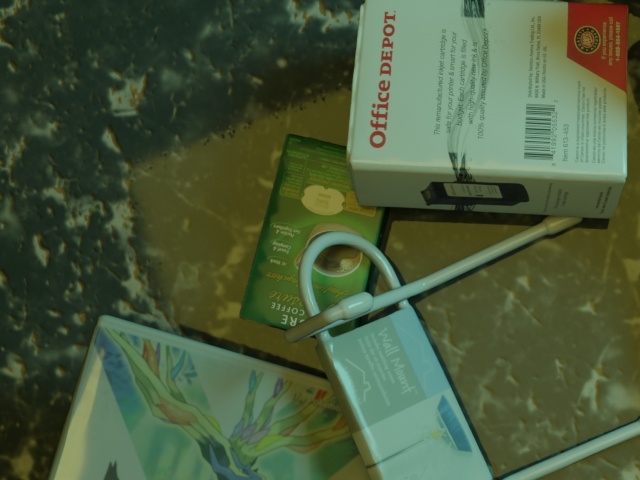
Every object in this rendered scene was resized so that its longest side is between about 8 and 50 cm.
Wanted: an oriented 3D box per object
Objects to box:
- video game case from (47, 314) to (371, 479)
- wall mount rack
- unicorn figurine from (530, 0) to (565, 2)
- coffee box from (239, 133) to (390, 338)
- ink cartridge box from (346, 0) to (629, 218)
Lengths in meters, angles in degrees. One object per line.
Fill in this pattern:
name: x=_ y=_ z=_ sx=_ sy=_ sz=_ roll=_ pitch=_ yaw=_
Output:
video game case: x=-0.080 y=0.252 z=1.156 sx=0.329 sy=0.036 sz=0.300 roll=17 pitch=75 yaw=-8
wall mount rack: x=0.139 y=0.123 z=1.153 sx=0.304 sy=0.130 sz=0.350 roll=-19 pitch=82 yaw=-38
unicorn figurine: x=0.185 y=-0.229 z=1.190 sx=0.162 sy=0.111 sz=0.060 roll=-21 pitch=61 yaw=20
coffee box: x=0.000 y=0.000 z=1.242 sx=0.113 sy=0.040 sz=0.184 roll=13 pitch=86 yaw=9
ink cartridge box: x=0.149 y=-0.120 z=1.176 sx=0.237 sy=0.100 sz=0.172 roll=3 pitch=70 yaw=6
